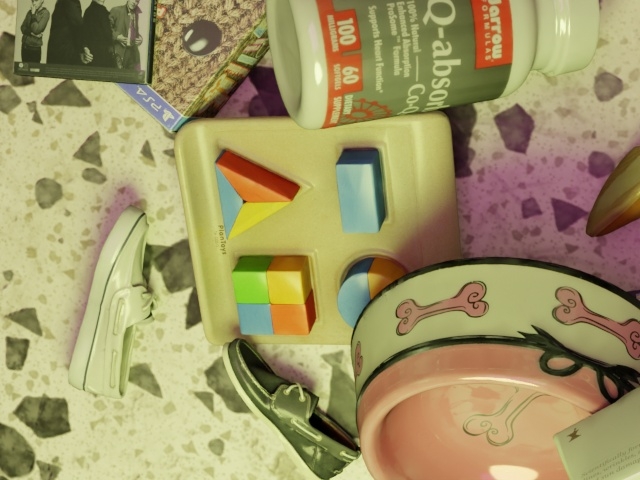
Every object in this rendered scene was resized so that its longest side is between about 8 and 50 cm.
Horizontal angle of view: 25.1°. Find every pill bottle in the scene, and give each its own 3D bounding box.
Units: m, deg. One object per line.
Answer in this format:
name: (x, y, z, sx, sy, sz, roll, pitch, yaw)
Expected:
pill bottle: (0.131, -0.261, 1.717, 0.363, 0.210, 0.210, -11, 92, -11)

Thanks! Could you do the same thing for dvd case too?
dvd case: (-0.289, -0.319, 1.792, 0.179, 0.029, 0.238, 6, 94, 11)

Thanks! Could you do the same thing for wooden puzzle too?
wooden puzzle: (0.000, 0.000, 1.825, 0.348, 0.080, 0.322, -2, 114, 10)

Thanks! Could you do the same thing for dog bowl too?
dog bowl: (0.223, 0.209, 1.692, 0.408, 0.150, 0.408, 8, 138, 8)

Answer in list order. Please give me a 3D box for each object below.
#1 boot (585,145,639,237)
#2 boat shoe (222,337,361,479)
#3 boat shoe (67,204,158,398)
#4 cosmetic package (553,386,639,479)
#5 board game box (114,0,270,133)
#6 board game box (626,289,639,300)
boot: (0.482, -0.054, 1.744, 0.211, 0.104, 0.295, 28, 134, -12)
boat shoe: (-0.039, 0.213, 1.890, 0.079, 0.084, 0.233, -36, 99, 20)
boat shoe: (-0.263, 0.087, 1.930, 0.088, 0.096, 0.267, 19, 99, 6)
cosmetic package: (0.432, 0.330, 1.508, 0.217, 0.156, 0.385, -31, 109, 10)
board game box: (-0.169, -0.321, 1.855, 0.232, 0.141, 0.291, 41, 100, 6)
board game box: (0.336, 0.094, 1.766, 0.141, 0.170, 0.048, -10, 83, 11)
